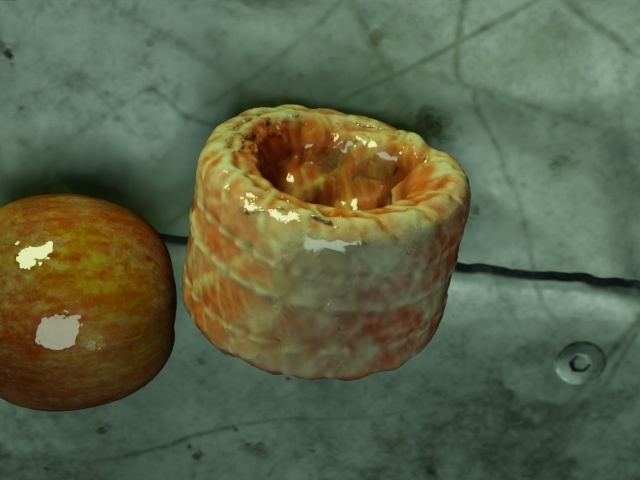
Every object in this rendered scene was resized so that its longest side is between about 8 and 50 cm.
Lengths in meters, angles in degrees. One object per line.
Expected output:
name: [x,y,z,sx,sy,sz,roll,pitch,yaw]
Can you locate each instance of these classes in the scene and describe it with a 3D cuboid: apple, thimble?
apple: [-0.212,0.052,1.438,0.173,0.188,0.188,-3,120,-10]
thimble: [0.000,0.000,1.383,0.239,0.239,0.162,8,117,-4]
